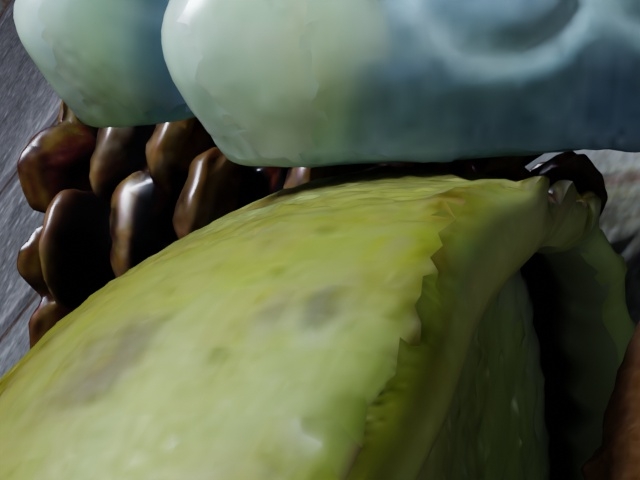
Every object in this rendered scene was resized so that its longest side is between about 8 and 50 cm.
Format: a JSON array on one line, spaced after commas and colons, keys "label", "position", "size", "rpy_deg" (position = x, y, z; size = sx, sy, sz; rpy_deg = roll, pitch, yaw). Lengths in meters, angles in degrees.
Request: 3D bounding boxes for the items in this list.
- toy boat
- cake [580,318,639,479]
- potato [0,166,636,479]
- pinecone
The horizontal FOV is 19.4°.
[{"label": "toy boat", "position": [0.074, -0.099, 0.611], "size": [0.215, 0.330, 0.123], "rpy_deg": [-165, 70, -63]}, {"label": "cake", "position": [0.147, 0.084, 0.431], "size": [0.134, 0.147, 0.135], "rpy_deg": [-14, 50, 59]}, {"label": "potato", "position": [-0.028, 0.114, 0.550], "size": [0.213, 0.330, 0.280], "rpy_deg": [6, 42, 22]}, {"label": "pinecone", "position": [0.000, 0.000, 0.806], "size": [0.272, 0.224, 0.224], "rpy_deg": [17, 75, 44]}]
